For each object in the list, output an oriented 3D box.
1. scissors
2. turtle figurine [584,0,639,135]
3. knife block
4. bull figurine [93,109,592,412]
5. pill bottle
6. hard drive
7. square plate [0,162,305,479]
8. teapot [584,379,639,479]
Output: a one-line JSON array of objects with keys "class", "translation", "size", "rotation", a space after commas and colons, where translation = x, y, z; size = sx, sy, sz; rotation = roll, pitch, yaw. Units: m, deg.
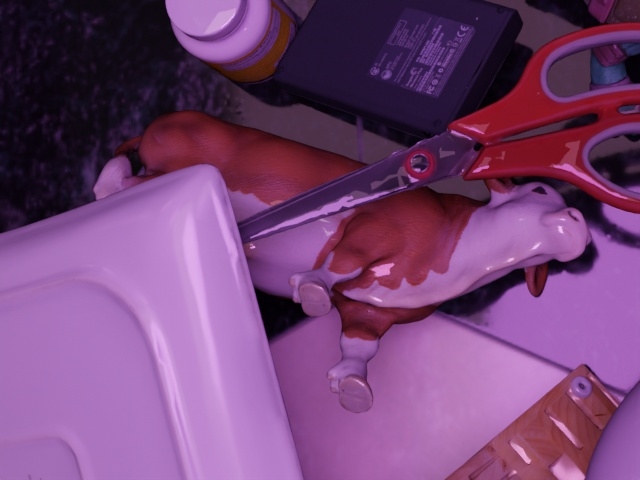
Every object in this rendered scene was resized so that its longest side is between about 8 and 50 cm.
[{"class": "scissors", "translation": [0.070, -0.056, 0.810], "size": [0.297, 0.021, 0.109], "rotation": [-6, 83, 2]}, {"class": "turtle figurine", "translation": [0.197, -0.164, 0.884], "size": [0.234, 0.118, 0.175], "rotation": [39, 94, 18]}, {"class": "knife block", "translation": [0.064, 0.218, 0.903], "size": [0.088, 0.275, 0.242], "rotation": [49, 141, 11]}, {"class": "bull figurine", "translation": [0.000, 0.000, 0.892], "size": [0.310, 0.188, 0.101], "rotation": [14, 122, 21]}, {"class": "pill bottle", "translation": [-0.057, -0.140, 0.931], "size": [0.065, 0.116, 0.065], "rotation": [-1, 84, 12]}, {"class": "hard drive", "translation": [0.046, -0.120, 0.925], "size": [0.135, 0.022, 0.094], "rotation": [22, 76, 31]}, {"class": "square plate", "translation": [-0.146, 0.160, 0.862], "size": [0.344, 0.049, 0.347], "rotation": [-14, 90, 40]}, {"class": "teapot", "translation": [0.227, 0.165, 0.761], "size": [0.256, 0.187, 0.252], "rotation": [-28, 79, -32]}]
